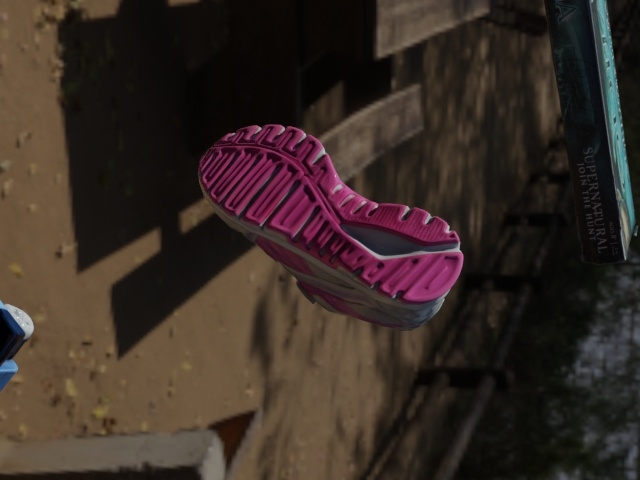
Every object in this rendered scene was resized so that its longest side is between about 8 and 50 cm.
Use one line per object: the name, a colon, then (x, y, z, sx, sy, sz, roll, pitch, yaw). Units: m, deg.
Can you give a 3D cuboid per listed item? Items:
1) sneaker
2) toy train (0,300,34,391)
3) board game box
sneaker: (0.000, 0.000, 0.936, 0.103, 0.252, 0.111, -44, 153, -22)
toy train: (-0.320, 0.119, 0.982, 0.184, 0.080, 0.105, -50, 159, 14)
board game box: (0.156, -0.088, 0.659, 0.126, 0.026, 0.186, -33, 114, -69)
